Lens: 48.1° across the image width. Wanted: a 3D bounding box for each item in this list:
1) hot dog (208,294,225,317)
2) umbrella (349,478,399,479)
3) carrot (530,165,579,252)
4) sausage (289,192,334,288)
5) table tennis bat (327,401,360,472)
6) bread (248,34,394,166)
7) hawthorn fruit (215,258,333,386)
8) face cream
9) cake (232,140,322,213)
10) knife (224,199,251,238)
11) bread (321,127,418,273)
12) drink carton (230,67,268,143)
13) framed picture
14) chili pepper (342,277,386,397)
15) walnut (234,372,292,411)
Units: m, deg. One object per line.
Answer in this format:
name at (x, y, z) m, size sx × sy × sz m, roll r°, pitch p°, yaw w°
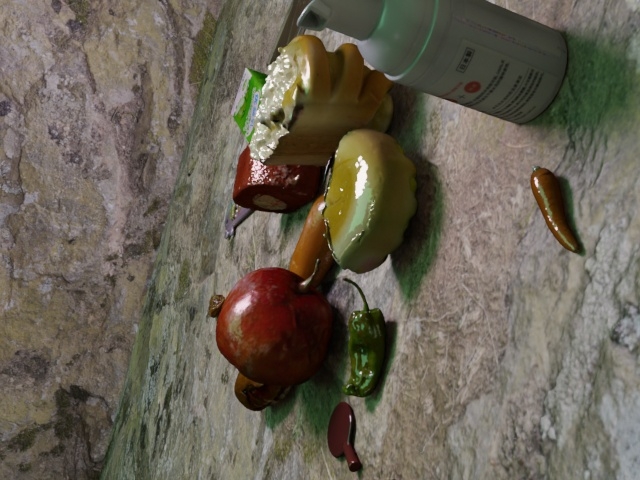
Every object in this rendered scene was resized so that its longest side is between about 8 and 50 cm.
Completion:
hot dog at (-0.322, 0.201, 2.192) m, size 0.083 × 0.035 × 0.058 m, roll -56°, pitch 26°, yaw 39°
umbrella at (0.055, 0.428, 1.102) m, size 0.122 × 0.110 × 0.272 m, roll -47°, pitch 9°, yaw -30°
carrot at (0.296, -0.041, 0.909) m, size 0.035 × 0.035 × 0.142 m, roll -50°, pitch 41°, yaw 46°
sausage at (0.000, 0.000, 1.496) m, size 0.098 × 0.098 × 0.238 m, roll -113°, pitch 42°, yaw -56°
table tennis bat at (0.041, 0.355, 1.285) m, size 0.154 × 0.019 × 0.098 m, roll -120°, pitch 49°, yaw -63°
bread at (0.007, -0.277, 1.417) m, size 0.316 × 0.270 × 0.211 m, roll 143°, pitch 122°, yaw -67°
hawthorn fruit at (-0.072, 0.147, 1.421) m, size 0.271 × 0.242 × 0.242 m, roll -59°, pitch 26°, yaw 10°
face cream at (0.143, -0.276, 0.961) m, size 0.145 × 0.370 × 0.145 m, roll -43°, pitch 40°, yaw 51°
cake at (-0.112, -0.159, 1.735) m, size 0.283 × 0.177 × 0.151 m, roll 163°, pitch 119°, yaw -65°
knife at (-0.224, -0.113, 2.146) m, size 0.398 × 0.038 × 0.132 m, roll -32°, pitch 51°, yaw 58°
bread at (0.102, -0.066, 1.240) m, size 0.156 × 0.158 × 0.260 m, roll 9°, pitch 85°, yaw 57°
drink carton at (-0.159, -0.378, 2.045) m, size 0.161 × 0.108 × 0.271 m, roll -68°, pitch 29°, yaw 24°
framed picture at (-0.094, -0.621, 2.169) m, size 0.289 × 0.016 × 0.213 m, roll -64°, pitch 25°, yaw 27°
chili pepper at (0.081, 0.169, 1.235) m, size 0.072 × 0.073 × 0.204 m, roll 11°, pitch 99°, yaw 50°
walnut at (-0.120, 0.306, 1.583) m, size 0.207 × 0.116 × 0.116 m, roll -44°, pitch 38°, yaw 40°
